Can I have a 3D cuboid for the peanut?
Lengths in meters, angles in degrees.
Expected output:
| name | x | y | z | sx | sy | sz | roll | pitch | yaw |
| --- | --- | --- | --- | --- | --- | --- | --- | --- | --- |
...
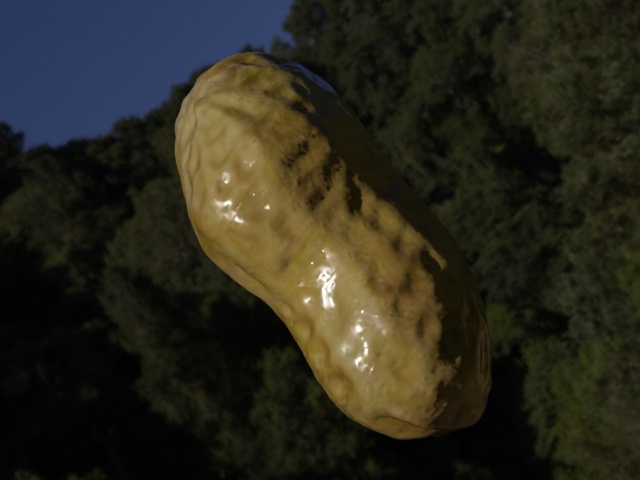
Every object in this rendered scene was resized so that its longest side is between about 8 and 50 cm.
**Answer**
| name | x | y | z | sx | sy | sz | roll | pitch | yaw |
| --- | --- | --- | --- | --- | --- | --- | --- | --- | --- |
| peanut | 0.000 | 0.000 | 0.493 | 0.108 | 0.226 | 0.095 | -8 | -36 | -47 |
